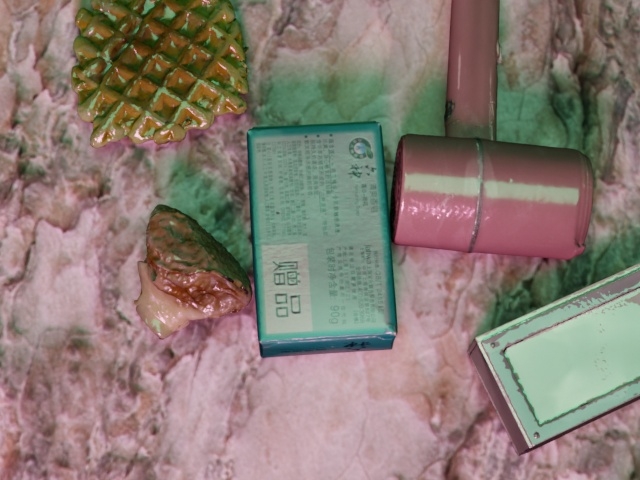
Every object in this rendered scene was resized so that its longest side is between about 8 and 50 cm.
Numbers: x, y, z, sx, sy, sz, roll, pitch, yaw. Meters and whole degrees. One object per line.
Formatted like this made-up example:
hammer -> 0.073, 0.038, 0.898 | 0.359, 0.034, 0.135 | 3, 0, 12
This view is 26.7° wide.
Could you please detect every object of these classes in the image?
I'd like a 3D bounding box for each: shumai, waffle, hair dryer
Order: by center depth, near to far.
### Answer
shumai -> -0.149, 0.046, 1.451 | 0.116, 0.145, 0.145 | -44, 80, 4
hair dryer -> 0.194, -0.152, 1.520 | 0.210, 0.125, 0.352 | 5, 68, -1
waffle -> -0.186, -0.208, 1.550 | 0.208, 0.054, 0.214 | -14, 70, -2

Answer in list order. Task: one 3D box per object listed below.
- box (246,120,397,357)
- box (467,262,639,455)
box -> 0.000, 0.000, 1.479 | 0.153, 0.092, 0.245 | -3, 74, -1
box -> 0.290, 0.124, 1.454 | 0.225, 0.086, 0.129 | -24, 76, -7
